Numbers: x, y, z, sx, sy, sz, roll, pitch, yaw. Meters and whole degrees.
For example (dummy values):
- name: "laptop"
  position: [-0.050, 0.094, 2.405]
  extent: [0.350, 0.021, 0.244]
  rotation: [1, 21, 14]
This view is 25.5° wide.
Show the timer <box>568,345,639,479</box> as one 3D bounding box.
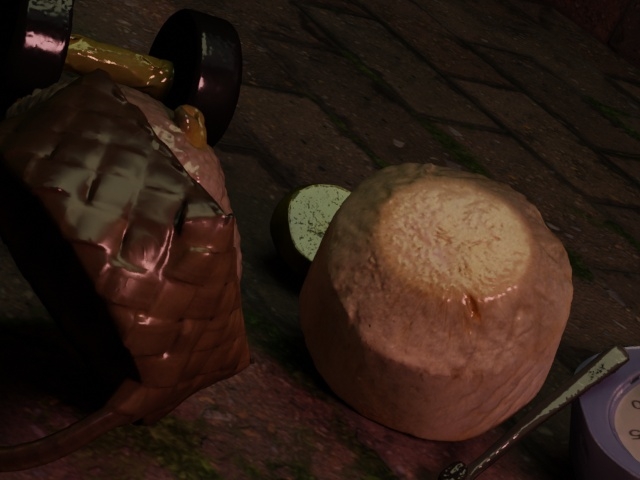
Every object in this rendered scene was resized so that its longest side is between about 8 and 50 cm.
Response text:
- name: "timer"
  position: [0.471, 0.238, 1.534]
  extent: [0.394, 0.173, 0.395]
  rotation: [-1, 25, 1]

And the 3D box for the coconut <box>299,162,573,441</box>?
- name: "coconut"
  position: [0.122, 0.073, 1.582]
  extent: [0.328, 0.329, 0.329]
  rotation: [22, 23, -10]

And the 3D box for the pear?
- name: "pear"
  position: [0.000, 0.000, 1.808]
  extent: [0.141, 0.104, 0.141]
  rotation: [8, 59, -13]

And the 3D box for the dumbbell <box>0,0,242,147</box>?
- name: "dumbbell"
  position: [-0.286, -0.240, 1.903]
  extent: [0.322, 0.204, 0.204]
  rotation: [12, 26, -29]

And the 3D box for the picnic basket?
- name: "picnic basket"
  position: [-0.252, 0.058, 1.270]
  extent: [0.337, 0.337, 0.293]
  rotation: [-5, 44, -51]

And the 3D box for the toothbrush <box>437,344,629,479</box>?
- name: "toothbrush"
  position: [0.235, 0.193, 1.545]
  extent: [0.297, 0.031, 0.030]
  rotation: [-32, 50, -28]

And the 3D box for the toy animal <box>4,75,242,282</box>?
- name: "toy animal"
  position: [-0.225, -0.076, 1.588]
  extent: [0.358, 0.226, 0.188]
  rotation: [32, 58, 19]
